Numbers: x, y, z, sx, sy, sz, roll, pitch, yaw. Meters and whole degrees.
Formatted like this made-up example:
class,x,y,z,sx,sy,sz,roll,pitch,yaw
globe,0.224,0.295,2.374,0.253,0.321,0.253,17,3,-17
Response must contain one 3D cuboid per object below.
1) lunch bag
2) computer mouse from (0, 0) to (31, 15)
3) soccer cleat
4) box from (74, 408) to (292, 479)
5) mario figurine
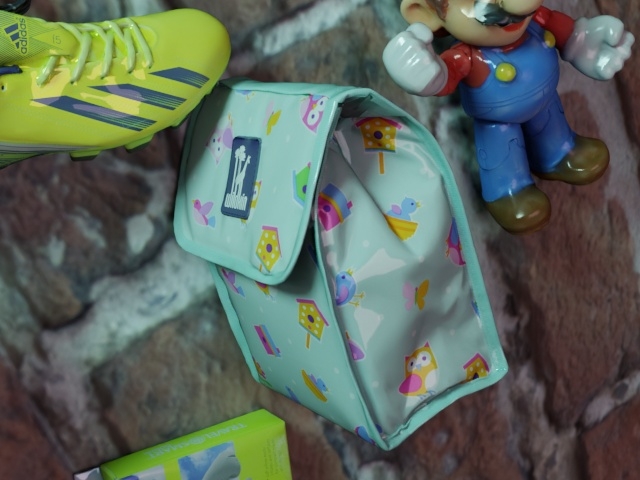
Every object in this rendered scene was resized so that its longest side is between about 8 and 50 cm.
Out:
class,x,y,z,sx,sy,sz,roll,pitch,yaw
lunch bag,0.000,0.000,0.823,0.160,0.223,0.262,-30,112,-23
computer mouse,-0.312,-0.165,0.718,0.242,0.041,0.071,-4,59,-34
soccer cleat,-0.188,-0.116,0.748,0.289,0.093,0.121,-23,143,-24
box,-0.109,0.221,0.906,0.178,0.042,0.109,-15,106,-29
mario figurine,0.169,-0.155,0.924,0.320,0.170,0.198,61,33,-32
